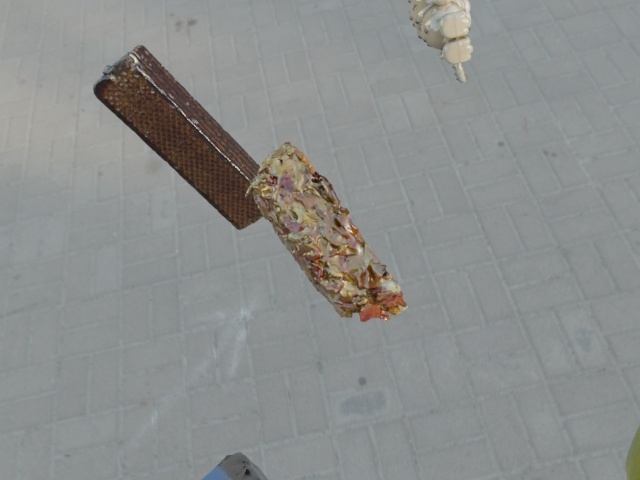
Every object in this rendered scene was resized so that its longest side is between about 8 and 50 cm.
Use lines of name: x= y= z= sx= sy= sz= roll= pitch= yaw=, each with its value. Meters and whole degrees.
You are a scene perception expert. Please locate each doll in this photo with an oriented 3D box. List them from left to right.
doll: x=0.230 y=-0.408 z=1.104 sx=0.119 sy=0.154 sz=0.278 roll=-12 pitch=43 yaw=9

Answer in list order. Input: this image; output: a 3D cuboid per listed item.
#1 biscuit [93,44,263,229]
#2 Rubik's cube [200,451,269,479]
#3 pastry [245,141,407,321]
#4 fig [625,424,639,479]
biscuit: x=-0.232 y=-0.178 z=1.089 sx=0.107 sy=0.388 sz=0.073 roll=-28 pitch=33 yaw=28
Rubik's cube: x=-0.020 y=0.275 z=0.148 sx=0.288 sy=0.283 sz=0.293 roll=-42 pitch=92 yaw=-20
pastry: x=0.000 y=0.001 z=0.483 sx=0.063 sy=0.087 sz=0.169 roll=-33 pitch=73 yaw=-4
fig: x=0.330 y=0.212 z=0.499 sx=0.135 sy=0.121 sz=0.153 roll=-8 pitch=22 yaw=-22
